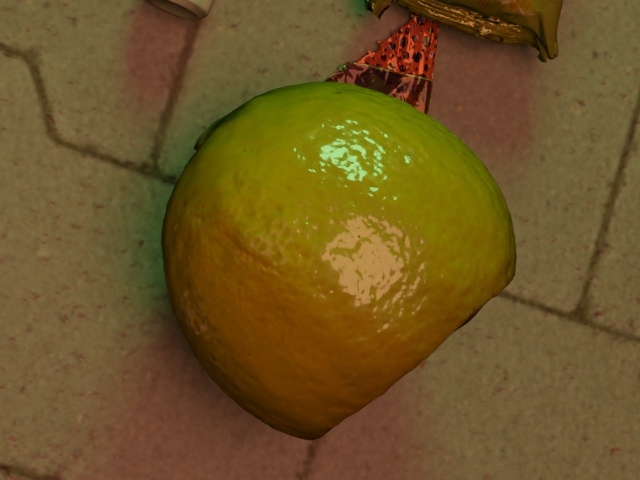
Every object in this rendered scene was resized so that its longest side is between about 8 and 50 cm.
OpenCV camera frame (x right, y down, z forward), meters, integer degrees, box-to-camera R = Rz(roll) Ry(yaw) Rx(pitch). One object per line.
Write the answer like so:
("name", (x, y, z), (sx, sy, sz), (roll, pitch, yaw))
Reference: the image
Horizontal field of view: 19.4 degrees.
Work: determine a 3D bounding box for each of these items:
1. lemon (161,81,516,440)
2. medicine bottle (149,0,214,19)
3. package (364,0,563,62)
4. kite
("lemon", (0.000, 0.000, 1.294), (0.240, 0.240, 0.219), (-41, 91, -14))
("medicine bottle", (-0.091, -0.208, 1.352), (0.052, 0.052, 0.089), (23, 83, -18))
("package", (0.135, -0.255, 1.409), (0.168, 0.090, 0.226), (16, 87, -16))
("kite", (0.042, -0.082, 1.424), (0.222, 0.008, 0.125), (-37, 104, -15))
